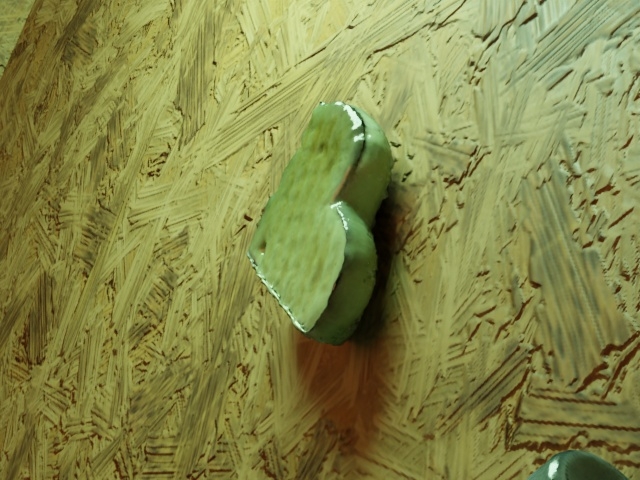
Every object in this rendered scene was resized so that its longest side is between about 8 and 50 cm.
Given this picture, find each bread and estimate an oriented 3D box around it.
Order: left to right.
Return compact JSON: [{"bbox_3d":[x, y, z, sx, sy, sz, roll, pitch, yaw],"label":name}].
[{"bbox_3d":[0.000,0.000,1.130,0.172,0.064,0.232,-36,39,45],"label":"bread"}]

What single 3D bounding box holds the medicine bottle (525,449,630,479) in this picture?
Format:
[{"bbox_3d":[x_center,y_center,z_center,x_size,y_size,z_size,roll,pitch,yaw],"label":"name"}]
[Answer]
[{"bbox_3d":[0.100,0.209,0.775,0.203,0.083,0.083,-49,32,28],"label":"medicine bottle"}]
